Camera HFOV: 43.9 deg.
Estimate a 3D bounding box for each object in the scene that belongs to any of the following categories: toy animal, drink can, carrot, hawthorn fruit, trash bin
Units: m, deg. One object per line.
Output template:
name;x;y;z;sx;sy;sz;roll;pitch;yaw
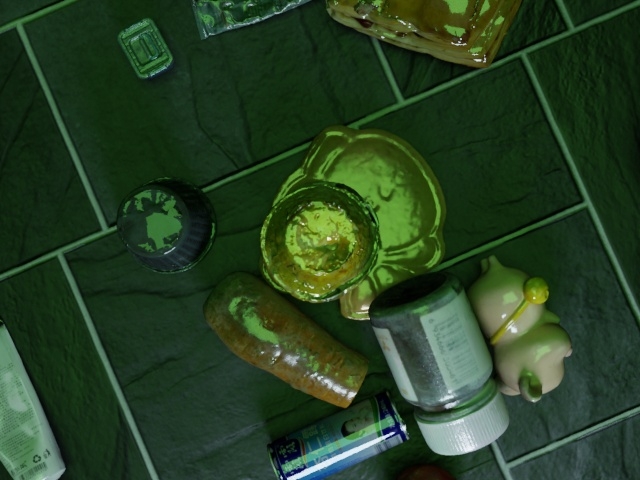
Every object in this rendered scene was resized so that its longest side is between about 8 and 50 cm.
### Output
toy animal;0.336;0.142;1.353;0.149;0.165;0.247;-18;82;5
drink can;0.032;0.348;1.377;0.235;0.097;0.097;-24;89;1
carrot;-0.062;0.171;1.365;0.302;0.139;0.138;31;89;1
hawthorn fruit;0.195;0.463;1.353;0.172;0.148;0.148;26;89;-8
trash bin;-0.272;-0.032;1.356;0.176;0.161;0.175;0;87;0

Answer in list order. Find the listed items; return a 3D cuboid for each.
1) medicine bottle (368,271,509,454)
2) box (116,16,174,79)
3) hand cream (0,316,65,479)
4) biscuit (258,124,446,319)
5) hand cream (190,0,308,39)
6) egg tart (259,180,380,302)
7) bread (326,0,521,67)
medicine bottle;0.199;0.203;1.327;0.165;0.165;0.273;-23;102;0
box;-0.307;-0.337;1.415;0.074;0.054;0.099;-29;88;1
hand cream;-0.544;0.309;1.402;0.121;0.076;0.336;-30;82;-6
biscuit;0.061;-0.024;1.407;0.312;0.057;0.351;38;89;2
hand cream;-0.107;-0.432;1.418;0.248;0.052;0.075;-16;88;0
egg tart;0.000;0.001;1.337;0.213;0.090;0.212;0;89;-3
bread;0.198;-0.465;1.361;0.325;0.167;0.277;24;89;0
